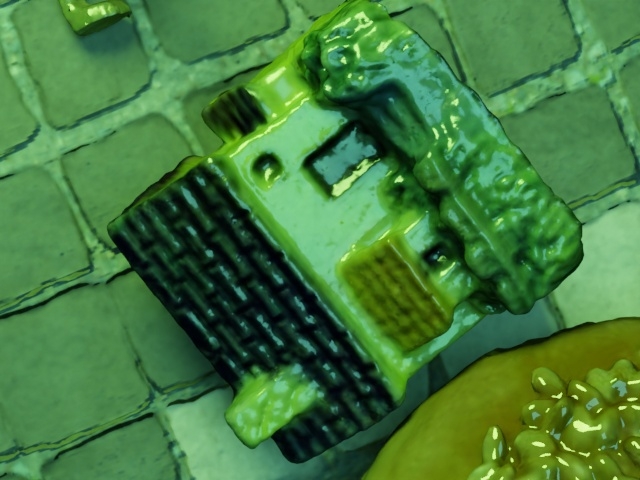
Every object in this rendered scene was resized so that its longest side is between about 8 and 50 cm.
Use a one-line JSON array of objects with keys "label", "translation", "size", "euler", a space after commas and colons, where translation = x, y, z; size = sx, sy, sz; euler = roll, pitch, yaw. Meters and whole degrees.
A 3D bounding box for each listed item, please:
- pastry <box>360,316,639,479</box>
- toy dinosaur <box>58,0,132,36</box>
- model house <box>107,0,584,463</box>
[{"label": "pastry", "translation": [0.191, 0.240, 1.059], "size": [0.409, 0.245, 0.410], "euler": [0, 89, -15]}, {"label": "toy dinosaur", "translation": [-0.157, -0.220, 1.088], "size": [0.251, 0.072, 0.200], "euler": [-21, 85, 3]}, {"label": "model house", "translation": [0.000, 0.000, 1.063], "size": [0.211, 0.170, 0.194], "euler": [-40, 100, -6]}]
